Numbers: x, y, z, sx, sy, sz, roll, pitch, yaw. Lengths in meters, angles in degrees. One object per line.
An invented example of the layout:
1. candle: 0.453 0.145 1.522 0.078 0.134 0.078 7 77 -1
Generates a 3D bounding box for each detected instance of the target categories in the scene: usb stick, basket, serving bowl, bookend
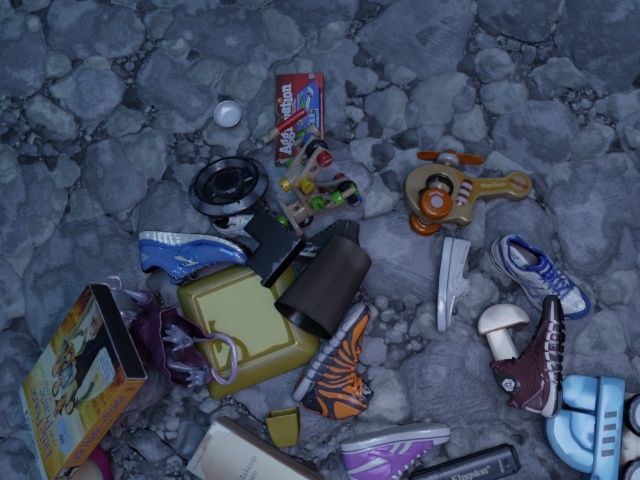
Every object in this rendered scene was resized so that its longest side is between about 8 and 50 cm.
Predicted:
1. usb stick: 0.360 0.582 1.497 0.278 0.045 0.077 -18 76 1
2. basket: 0.016 0.112 1.503 0.154 0.204 0.227 44 69 -23
3. serving bowl: -0.273 -0.370 1.771 0.083 0.027 0.083 -1 77 4
4. bookend: -0.148 0.016 1.570 0.156 0.072 0.157 38 88 15

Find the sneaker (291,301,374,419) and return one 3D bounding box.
1. sneaker: 0.078 0.318 1.528 0.180 0.124 0.321 31 108 -2

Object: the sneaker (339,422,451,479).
1. sneaker: 0.203 0.553 1.497 0.282 0.102 0.161 -17 80 12

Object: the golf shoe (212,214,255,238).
1. golf shoe: -0.216 -0.043 1.645 0.176 0.086 0.069 -8 73 20

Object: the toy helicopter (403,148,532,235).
1. toy helicopter: 0.399 -0.154 1.633 0.355 0.140 0.235 -5 68 -7

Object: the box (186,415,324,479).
1. box: -0.161 0.586 1.504 0.311 0.121 0.148 27 82 10

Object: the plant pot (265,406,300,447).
1. plant pot: -0.091 0.485 1.544 0.081 0.081 0.083 -10 87 3

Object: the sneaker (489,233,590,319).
1. sneaker: 0.568 0.098 1.541 0.296 0.131 0.112 37 82 10

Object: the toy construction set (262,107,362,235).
1. toy construction set: -0.059 -0.165 1.605 0.237 0.257 0.309 -33 77 8

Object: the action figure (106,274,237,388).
1. action figure: -0.410 0.227 1.549 0.370 0.276 0.248 11 94 51

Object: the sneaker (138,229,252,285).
1. sneaker: -0.345 0.054 1.648 0.330 0.130 0.147 2 86 14

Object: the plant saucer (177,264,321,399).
1. plant saucer: -0.200 0.216 1.611 0.333 0.081 0.333 -22 77 1

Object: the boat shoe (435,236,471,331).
1. boat shoe: 0.353 0.116 1.574 0.084 0.095 0.258 7 79 11

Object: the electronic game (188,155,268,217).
1. electronic game: -0.258 -0.154 1.677 0.229 0.048 0.229 -5 51 6

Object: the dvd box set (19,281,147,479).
1. dvd box set: -0.602 0.355 1.478 0.420 0.062 0.307 -50 54 21

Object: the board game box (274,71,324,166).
1. board game box: -0.061 -0.355 1.749 0.145 0.027 0.281 -2 78 6

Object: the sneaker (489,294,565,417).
1. sneaker: 0.479 0.262 1.401 0.162 0.106 0.281 0 74 31

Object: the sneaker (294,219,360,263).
1. sneaker: 0.000 0.000 1.646 0.222 0.083 0.118 5 73 -4

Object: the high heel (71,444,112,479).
1. high heel: -0.596 0.626 1.503 0.127 0.181 0.377 -41 77 -4

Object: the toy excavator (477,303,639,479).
1. toy excavator: 0.593 0.390 1.450 0.445 0.222 0.433 7 77 15
